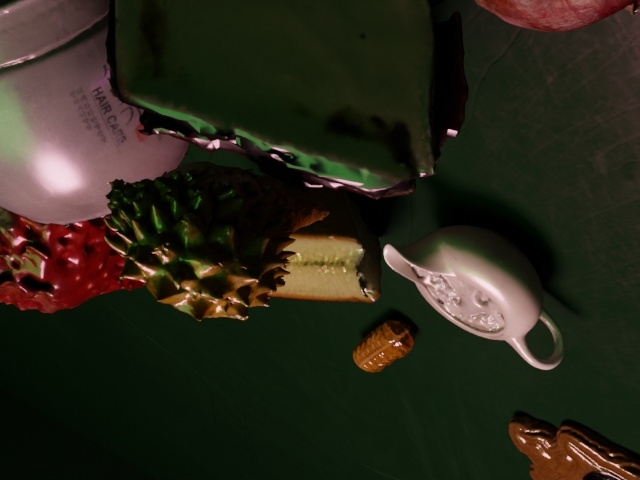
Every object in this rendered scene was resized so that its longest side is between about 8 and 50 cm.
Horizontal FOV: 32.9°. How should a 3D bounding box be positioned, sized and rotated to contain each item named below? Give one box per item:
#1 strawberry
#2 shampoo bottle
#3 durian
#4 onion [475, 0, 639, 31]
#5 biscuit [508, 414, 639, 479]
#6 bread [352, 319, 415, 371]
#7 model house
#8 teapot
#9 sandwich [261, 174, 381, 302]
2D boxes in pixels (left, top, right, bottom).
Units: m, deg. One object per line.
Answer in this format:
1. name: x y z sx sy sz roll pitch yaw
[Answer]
1. strawberry: -0.367 -0.040 1.542 0.317 0.295 0.345 -8 165 35
2. shampoo bottle: -0.276 -0.179 1.126 0.273 0.273 0.266 16 139 38
3. durian: -0.058 -0.018 0.853 0.140 0.224 0.078 56 132 16
4. onion: 0.159 -0.198 0.691 0.159 0.159 0.195 11 164 43
5. biscuit: 0.368 0.322 1.412 0.290 0.041 0.208 32 153 10
6. bread: 0.085 0.144 1.469 0.052 0.044 0.157 33 155 -3
7. model house: -0.015 -0.196 0.895 0.317 0.297 0.282 17 -177 8
8. teapot: 0.174 0.049 1.142 0.226 0.092 0.145 38 157 -5
9. sandwich: 0.000 0.000 1.248 0.235 0.128 0.122 5 136 47
